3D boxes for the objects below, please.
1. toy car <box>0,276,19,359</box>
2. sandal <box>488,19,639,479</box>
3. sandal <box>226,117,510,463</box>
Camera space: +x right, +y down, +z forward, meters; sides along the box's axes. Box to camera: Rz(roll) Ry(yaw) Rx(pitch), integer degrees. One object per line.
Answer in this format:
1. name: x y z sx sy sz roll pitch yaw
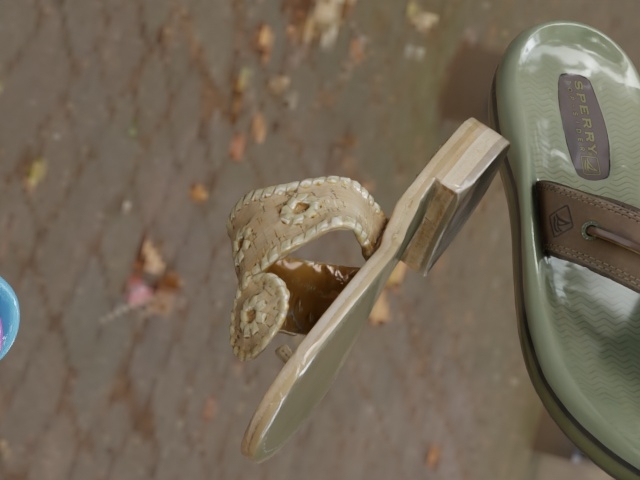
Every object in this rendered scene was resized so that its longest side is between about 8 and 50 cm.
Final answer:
1. toy car: -0.301 0.072 1.454 0.182 0.136 0.159 -27 104 -51
2. sandal: 0.159 0.001 0.989 0.086 0.120 0.303 -50 -134 48
3. sandal: -0.002 0.005 0.853 0.240 0.079 0.088 -46 165 -47
